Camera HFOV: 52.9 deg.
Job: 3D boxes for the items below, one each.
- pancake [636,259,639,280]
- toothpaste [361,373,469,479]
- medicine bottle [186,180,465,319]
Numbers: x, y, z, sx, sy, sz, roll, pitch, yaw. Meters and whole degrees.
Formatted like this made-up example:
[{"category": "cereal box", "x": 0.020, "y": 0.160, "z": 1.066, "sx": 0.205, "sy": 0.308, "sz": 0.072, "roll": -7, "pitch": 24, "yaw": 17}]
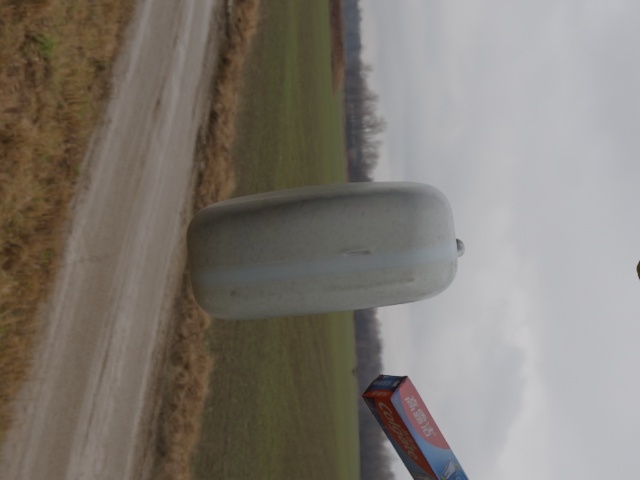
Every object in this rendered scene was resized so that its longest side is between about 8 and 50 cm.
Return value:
[{"category": "pancake", "x": 0.605, "y": 0.047, "z": 1.080, "sx": 0.022, "sy": 0.139, "sz": 0.139, "roll": 61, "pitch": 15, "yaw": -27}, {"category": "toothpaste", "x": 0.190, "y": 0.384, "z": 1.167, "sx": 0.066, "sy": 0.076, "sz": 0.320, "roll": -43, "pitch": 110, "yaw": -35}, {"category": "medicine bottle", "x": 0.000, "y": 0.000, "z": 0.717, "sx": 0.375, "sy": 0.282, "sz": 0.123, "roll": -99, "pitch": -179, "yaw": -86}]
